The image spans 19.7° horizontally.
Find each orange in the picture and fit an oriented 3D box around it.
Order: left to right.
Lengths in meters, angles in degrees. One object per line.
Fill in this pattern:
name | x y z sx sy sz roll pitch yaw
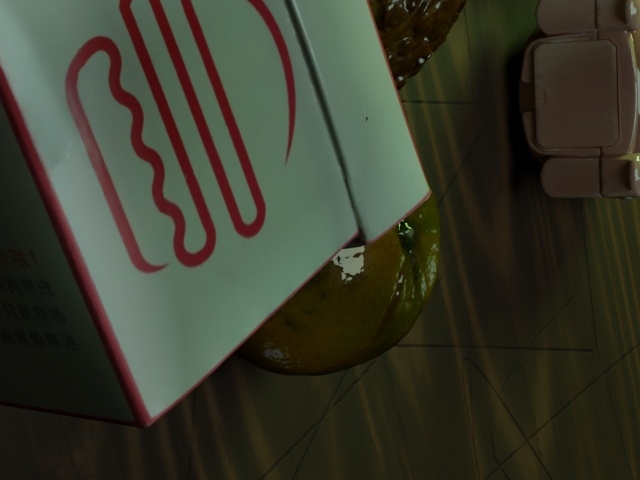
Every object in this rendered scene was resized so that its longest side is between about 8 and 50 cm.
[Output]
orange | 0.000 0.000 1.515 0.240 0.171 0.240 -2 92 -52

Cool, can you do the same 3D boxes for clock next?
clock | 0.310 -0.157 1.976 0.241 0.142 0.227 -11 100 -63

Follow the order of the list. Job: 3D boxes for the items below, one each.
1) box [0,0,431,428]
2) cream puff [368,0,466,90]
box | -0.167 -0.095 1.170 0.300 0.314 0.312 -43 123 -40
cream puff | 0.000 -0.226 1.371 0.303 0.212 0.303 -16 113 -43
